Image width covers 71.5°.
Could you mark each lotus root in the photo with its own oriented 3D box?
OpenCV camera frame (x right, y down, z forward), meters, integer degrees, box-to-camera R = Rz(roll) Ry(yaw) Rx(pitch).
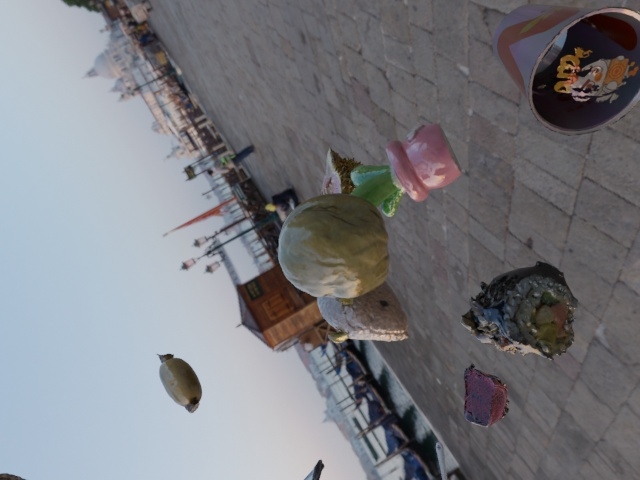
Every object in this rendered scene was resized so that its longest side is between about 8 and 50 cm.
[{"bbox_3d":[-0.290,0.287,0.918,0.150,0.062,0.073,46,-169,28],"label":"lotus root"}]

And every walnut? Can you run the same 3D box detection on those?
[{"bbox_3d":[0.033,0.014,1.106,0.282,0.277,0.253,-79,-3,-47],"label":"walnut"}]

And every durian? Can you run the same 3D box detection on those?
[{"bbox_3d":[0.119,-0.207,1.771,0.185,0.196,0.304,169,106,-67],"label":"durian"}]

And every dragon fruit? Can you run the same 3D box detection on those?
[{"bbox_3d":[0.424,0.387,1.115,0.102,0.096,0.147,17,104,63],"label":"dragon fruit"}]

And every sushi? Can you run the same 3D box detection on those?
[{"bbox_3d":[0.492,0.184,1.121,0.238,0.225,0.218,46,160,4],"label":"sushi"}]

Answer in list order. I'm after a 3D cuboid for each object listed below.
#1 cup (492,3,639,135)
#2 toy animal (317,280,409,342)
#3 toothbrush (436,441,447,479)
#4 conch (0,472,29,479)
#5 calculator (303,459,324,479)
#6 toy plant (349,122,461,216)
[{"bbox_3d":[0.426,-0.339,0.812,0.288,0.203,0.203,-89,-20,-55],"label":"cup"},{"bbox_3d":[0.105,0.184,1.362,0.358,0.227,0.188,38,125,57],"label":"toy animal"},{"bbox_3d":[0.212,0.423,0.740,0.017,0.014,0.162,28,-128,-60],"label":"toothbrush"},{"bbox_3d":[-0.637,0.605,0.811,0.210,0.353,0.297,-56,47,39],"label":"conch"},{"bbox_3d":[-0.085,0.564,0.882,0.028,0.274,0.166,38,-161,4],"label":"calculator"},{"bbox_3d":[0.253,-0.218,1.414,0.210,0.356,0.317,48,-154,-20],"label":"toy plant"}]
